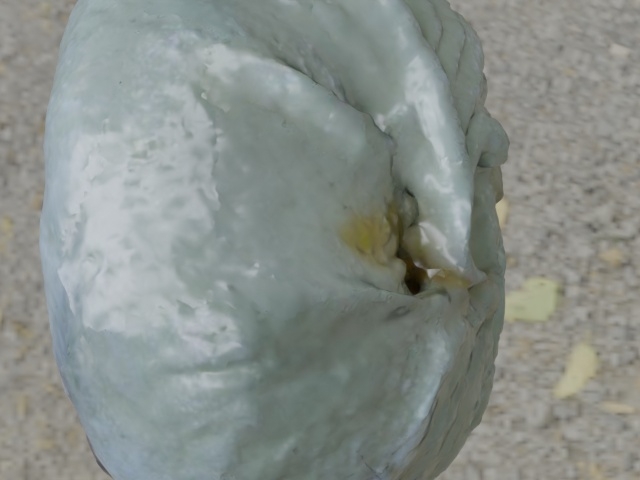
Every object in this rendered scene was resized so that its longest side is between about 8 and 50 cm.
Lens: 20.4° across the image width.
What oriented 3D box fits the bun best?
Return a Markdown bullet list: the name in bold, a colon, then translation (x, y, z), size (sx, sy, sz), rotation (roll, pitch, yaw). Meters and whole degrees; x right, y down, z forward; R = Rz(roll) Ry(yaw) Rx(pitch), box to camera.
- **bun**: translation (0.000, 0.000, 0.379), size (0.083, 0.141, 0.141), rotation (-3, 84, 20)
